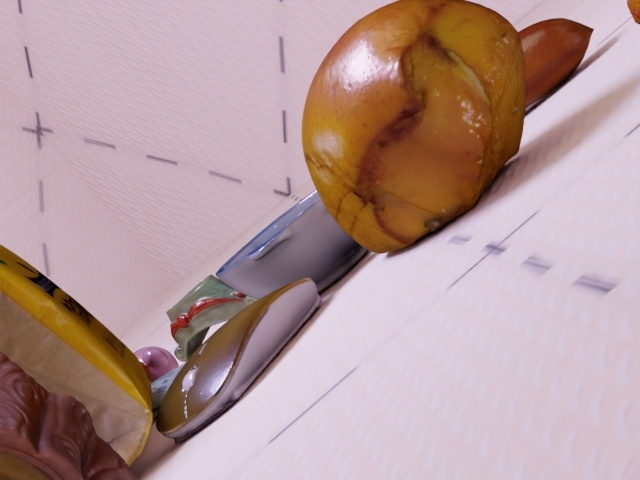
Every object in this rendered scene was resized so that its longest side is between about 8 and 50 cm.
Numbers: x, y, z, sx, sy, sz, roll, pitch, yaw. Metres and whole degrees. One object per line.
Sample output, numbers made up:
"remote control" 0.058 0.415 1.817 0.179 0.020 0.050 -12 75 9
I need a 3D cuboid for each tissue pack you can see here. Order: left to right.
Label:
"tissue pack" -0.331 0.145 1.843 0.228 0.293 0.382 -50 5 -2

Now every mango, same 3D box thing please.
"mango" 0.085 -0.098 1.700 0.201 0.199 0.350 -12 -18 -17

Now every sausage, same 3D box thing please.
"sausage" 0.173 -0.151 2.011 0.300 0.083 0.089 -38 -7 16

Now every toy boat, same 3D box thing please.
"toy boat" -0.148 0.094 2.352 0.185 0.071 0.089 -37 7 42

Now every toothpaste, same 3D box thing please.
"toothpaste" -0.236 0.210 2.109 0.268 0.047 0.069 -34 -8 35

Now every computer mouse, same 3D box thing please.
"computer mouse" -0.082 0.108 1.778 0.126 0.056 0.245 -38 6 35

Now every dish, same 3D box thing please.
"dish" 0.000 0.000 1.951 0.228 0.086 0.236 -35 7 43

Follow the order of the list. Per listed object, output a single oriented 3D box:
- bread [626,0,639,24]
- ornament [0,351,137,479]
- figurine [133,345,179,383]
"bread" 0.337 -0.221 1.344 0.269 0.095 0.139 -18 12 38
"ornament" -0.239 0.205 1.321 0.217 0.221 0.235 -148 67 -81
"figurine" -0.200 0.157 2.153 0.071 0.067 0.083 -32 -32 -42
